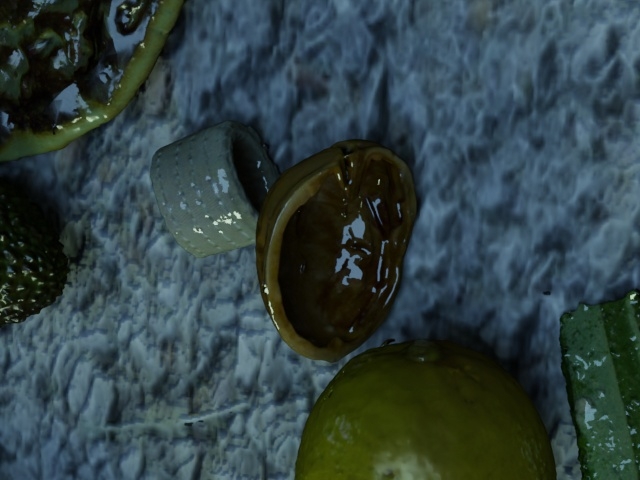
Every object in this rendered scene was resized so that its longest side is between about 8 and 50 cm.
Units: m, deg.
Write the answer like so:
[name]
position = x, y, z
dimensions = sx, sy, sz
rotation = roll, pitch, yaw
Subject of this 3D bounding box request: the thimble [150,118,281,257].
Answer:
[thimble]
position = -0.095, -0.048, 1.195
dimensions = 0.090, 0.102, 0.115
rotation = -19, 126, 22

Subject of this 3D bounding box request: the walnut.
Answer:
[walnut]
position = -0.002, 0.001, 1.159
dimensions = 0.087, 0.167, 0.211
rotation = 30, 120, 44

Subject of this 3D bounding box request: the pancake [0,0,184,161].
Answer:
[pancake]
position = -0.293, -0.230, 1.259
dimensions = 0.305, 0.067, 0.426
rotation = 44, 112, 14

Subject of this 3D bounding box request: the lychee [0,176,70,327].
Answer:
[lychee]
position = -0.331, 0.013, 1.261
dimensions = 0.171, 0.171, 0.171
rotation = 4, 102, 19

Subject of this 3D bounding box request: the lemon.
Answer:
[lemon]
position = 0.091, 0.216, 1.113
dimensions = 0.236, 0.236, 0.263
rotation = 24, 103, 13

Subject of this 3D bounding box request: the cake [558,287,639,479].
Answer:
[cake]
position = 0.282, 0.169, 1.144
dimensions = 0.100, 0.099, 0.235
rotation = -15, 75, 23
